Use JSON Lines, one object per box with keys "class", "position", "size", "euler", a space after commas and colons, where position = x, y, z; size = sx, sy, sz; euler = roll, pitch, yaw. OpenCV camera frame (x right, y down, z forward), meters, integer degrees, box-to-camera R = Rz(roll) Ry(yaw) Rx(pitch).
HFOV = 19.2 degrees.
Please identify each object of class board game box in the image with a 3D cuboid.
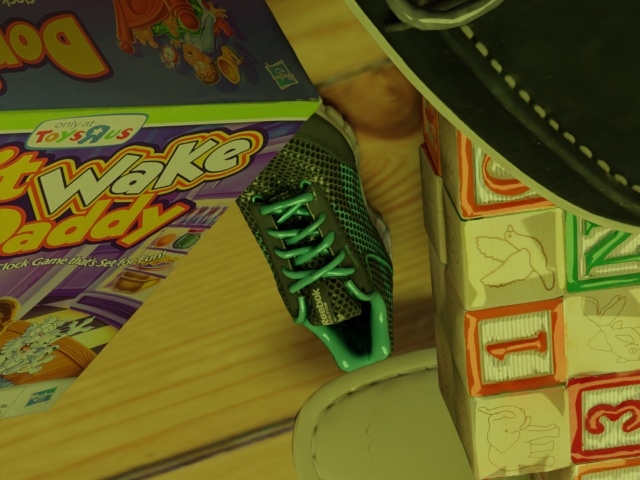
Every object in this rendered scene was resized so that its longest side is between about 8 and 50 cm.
{"class": "board game box", "position": [-0.200, -0.005, 0.694], "size": [0.347, 0.078, 0.233], "euler": [-7, 149, -45]}

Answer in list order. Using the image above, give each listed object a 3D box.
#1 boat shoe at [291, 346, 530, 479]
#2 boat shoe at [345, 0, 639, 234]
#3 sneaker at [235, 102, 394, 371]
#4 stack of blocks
{"class": "boat shoe", "position": [0.133, 0.109, 1.004], "size": [0.324, 0.117, 0.096], "euler": [0, 180, -16]}
{"class": "boat shoe", "position": [0.069, -0.152, 0.564], "size": [0.186, 0.156, 0.500], "euler": [-24, 135, 4]}
{"class": "sneaker", "position": [0.000, 0.000, 0.854], "size": [0.065, 0.076, 0.166], "euler": [-21, 142, 12]}
{"class": "stack of blocks", "position": [0.142, 0.056, 0.854], "size": [0.171, 0.087, 0.297], "euler": [-8, 117, -5]}
